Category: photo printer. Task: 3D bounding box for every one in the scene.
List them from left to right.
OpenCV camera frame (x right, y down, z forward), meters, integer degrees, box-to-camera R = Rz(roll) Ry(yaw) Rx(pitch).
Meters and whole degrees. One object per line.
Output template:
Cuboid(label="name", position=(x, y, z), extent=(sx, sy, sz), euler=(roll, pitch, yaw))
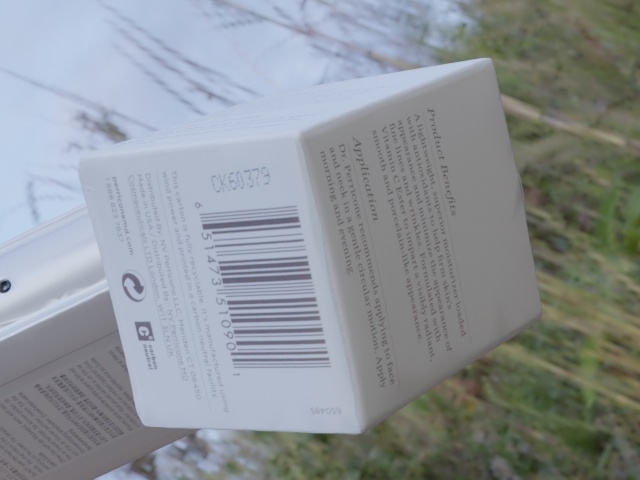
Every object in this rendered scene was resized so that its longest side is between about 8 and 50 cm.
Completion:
Cuboid(label="photo printer", position=(-0.220, 0.104, 1.308), extent=(0.307, 0.107, 0.256), euler=(-26, -37, 6))

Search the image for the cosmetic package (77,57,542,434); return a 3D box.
Cuboid(label="cosmetic package", position=(0.000, 0.000, 0.846), extent=(0.183, 0.151, 0.151), euler=(-24, -74, -50))
